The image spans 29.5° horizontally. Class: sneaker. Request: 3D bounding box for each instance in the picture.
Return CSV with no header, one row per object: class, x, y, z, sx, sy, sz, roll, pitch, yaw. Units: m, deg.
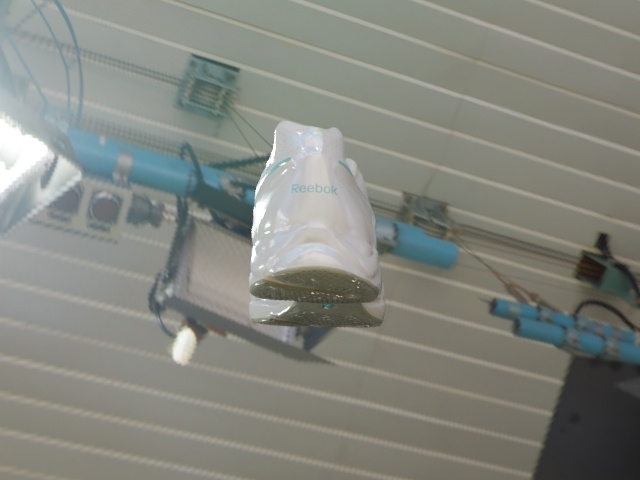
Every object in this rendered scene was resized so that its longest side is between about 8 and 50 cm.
sneaker,0.000,0.000,0.453,0.053,0.152,0.061,0,-103,-3
